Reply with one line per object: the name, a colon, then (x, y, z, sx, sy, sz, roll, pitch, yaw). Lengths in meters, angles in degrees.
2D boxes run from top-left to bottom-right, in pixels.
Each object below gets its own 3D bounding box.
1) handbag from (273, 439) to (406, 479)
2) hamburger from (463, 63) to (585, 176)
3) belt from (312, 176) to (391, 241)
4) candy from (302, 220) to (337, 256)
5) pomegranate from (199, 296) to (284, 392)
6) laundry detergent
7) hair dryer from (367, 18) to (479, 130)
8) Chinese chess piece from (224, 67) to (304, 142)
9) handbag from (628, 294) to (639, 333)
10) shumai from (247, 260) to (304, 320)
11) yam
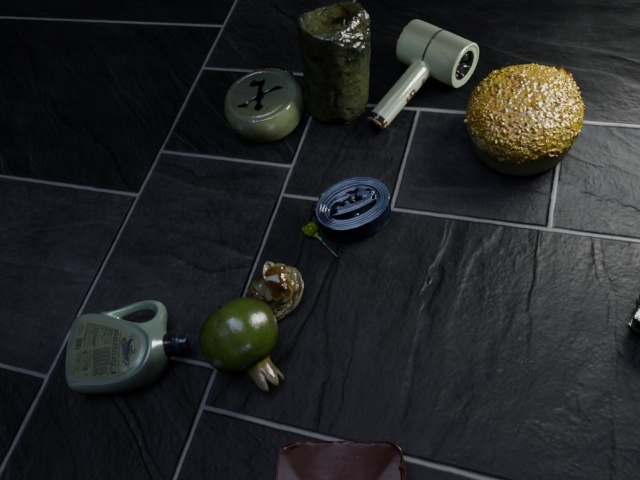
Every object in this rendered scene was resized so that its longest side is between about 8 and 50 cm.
handbag: (0.039, 0.518, 1.194, 0.260, 0.084, 0.275, -2, 52, 10)
hamburger: (0.489, -0.300, 1.542, 0.276, 0.179, 0.294, 3, 59, 14)
belt: (0.078, -0.074, 1.560, 0.190, 0.082, 0.141, -22, 59, -1)
candy: (0.000, 0.000, 1.569, 0.123, 0.035, 0.035, 47, 122, 22)
pomegranate: (-0.163, 0.221, 1.381, 0.179, 0.179, 0.210, -39, 59, -11)
laundry detergent: (-0.437, 0.240, 1.476, 0.280, 0.105, 0.215, -13, 55, 7)
hair dryer: (0.244, -0.424, 1.727, 0.203, 0.128, 0.362, 35, 80, 27)
Chinese chess piece: (-0.159, -0.387, 1.806, 0.237, 0.092, 0.238, -7, 57, 10)
handbag: (0.781, 0.124, 1.273, 0.260, 0.079, 0.247, 26, 67, 26)
shumai: (-0.109, 0.101, 1.477, 0.145, 0.116, 0.145, -7, 58, 11)
yam: (0.040, -0.481, 1.702, 0.195, 0.300, 0.195, -2, 53, 2)
